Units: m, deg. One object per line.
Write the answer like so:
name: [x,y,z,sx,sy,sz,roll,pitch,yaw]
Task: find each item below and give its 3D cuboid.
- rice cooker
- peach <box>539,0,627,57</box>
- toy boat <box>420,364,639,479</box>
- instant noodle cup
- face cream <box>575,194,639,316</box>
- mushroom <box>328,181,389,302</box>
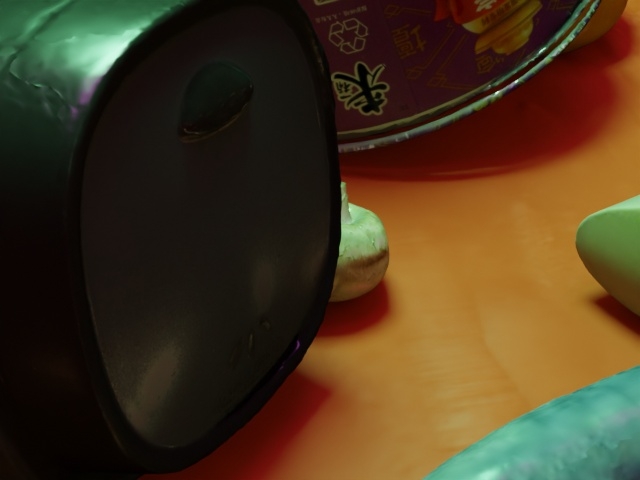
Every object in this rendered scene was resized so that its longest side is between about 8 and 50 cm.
rice cooker: [-0.129,-0.018,0.613,0.224,0.267,0.267,9,33,28]
peach: [0.168,-0.218,1.049,0.179,0.103,0.179,1,30,-1]
toy boat: [0.134,0.130,0.481,0.330,0.123,0.215,-20,36,-25]
instant noodle cup: [0.012,-0.268,0.888,0.339,0.266,0.340,-15,41,14]
face cream: [0.335,-0.020,0.747,0.348,0.081,0.173,-21,34,-28]
mushroom: [0.000,0.000,0.739,0.083,0.068,0.083,-2,13,0]
